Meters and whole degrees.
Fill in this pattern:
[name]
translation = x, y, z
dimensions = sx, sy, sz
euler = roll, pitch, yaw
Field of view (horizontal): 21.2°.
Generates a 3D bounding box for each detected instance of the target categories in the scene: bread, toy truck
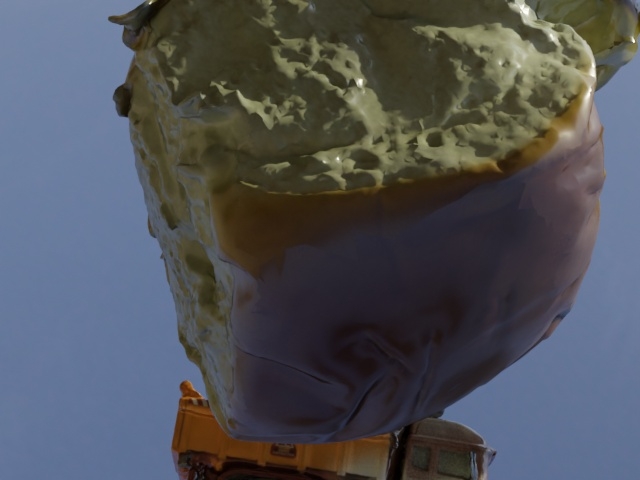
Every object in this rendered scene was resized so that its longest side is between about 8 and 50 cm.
[bread]
translation = 0.028, -0.020, 1.001
dimensions = 0.250, 0.279, 0.225
euler = -20, -126, -15
[toy truck]
translation = 0.009, 0.198, 1.443
dimensions = 0.270, 0.114, 0.135
euler = 8, -110, 1

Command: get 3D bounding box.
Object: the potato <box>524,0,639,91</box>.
[potato]
translation = 0.072, -0.182, 1.261
dimensions = 0.285, 0.242, 0.242
euler = -23, -139, -6
